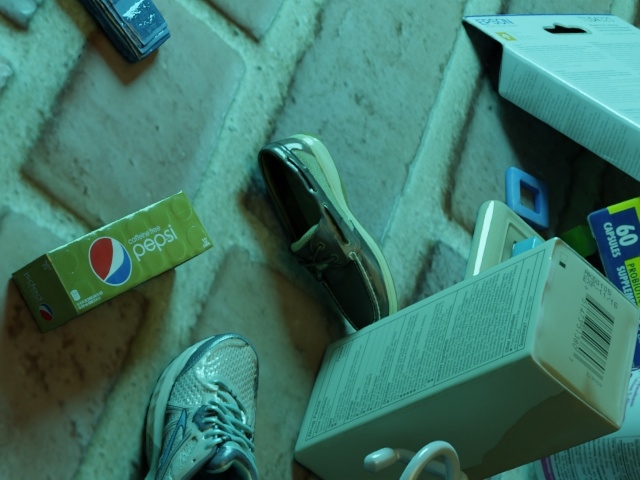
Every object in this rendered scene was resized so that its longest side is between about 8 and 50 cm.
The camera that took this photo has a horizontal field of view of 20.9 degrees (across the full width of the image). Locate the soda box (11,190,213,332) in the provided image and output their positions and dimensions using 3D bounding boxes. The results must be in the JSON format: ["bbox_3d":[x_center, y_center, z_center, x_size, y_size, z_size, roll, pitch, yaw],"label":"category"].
[{"bbox_3d":[-0.182,0.017,1.547,0.181,0.058,0.061,-28,90,-48],"label":"soda box"}]

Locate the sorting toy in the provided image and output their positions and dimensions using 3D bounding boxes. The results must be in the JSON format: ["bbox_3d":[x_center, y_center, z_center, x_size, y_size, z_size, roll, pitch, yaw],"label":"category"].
[{"bbox_3d":[0.247,0.069,1.943,0.196,0.047,0.347,37,49,-25],"label":"sorting toy"}]

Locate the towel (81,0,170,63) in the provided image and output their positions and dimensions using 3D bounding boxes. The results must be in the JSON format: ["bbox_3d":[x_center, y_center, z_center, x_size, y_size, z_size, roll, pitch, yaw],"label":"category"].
[{"bbox_3d":[-0.195,-0.234,1.683,0.119,0.029,0.067,52,43,-10],"label":"towel"}]

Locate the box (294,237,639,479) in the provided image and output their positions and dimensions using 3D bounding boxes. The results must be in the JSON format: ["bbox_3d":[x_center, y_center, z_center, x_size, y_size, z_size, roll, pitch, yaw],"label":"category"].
[{"bbox_3d":[0.131,0.133,1.603,0.121,0.311,0.148,38,48,-24],"label":"box"}]

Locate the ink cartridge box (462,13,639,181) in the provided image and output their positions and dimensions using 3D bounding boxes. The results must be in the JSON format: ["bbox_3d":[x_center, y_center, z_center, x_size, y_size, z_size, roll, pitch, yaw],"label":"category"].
[{"bbox_3d":[0.376,-0.175,2.102,0.324,0.071,0.330,-8,35,-45],"label":"ink cartridge box"}]

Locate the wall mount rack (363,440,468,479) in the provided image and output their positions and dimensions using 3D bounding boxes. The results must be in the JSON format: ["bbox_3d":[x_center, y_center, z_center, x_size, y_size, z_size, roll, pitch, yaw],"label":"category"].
[{"bbox_3d":[0.006,0.328,1.457,0.304,0.130,0.350,-24,124,-51],"label":"wall mount rack"}]

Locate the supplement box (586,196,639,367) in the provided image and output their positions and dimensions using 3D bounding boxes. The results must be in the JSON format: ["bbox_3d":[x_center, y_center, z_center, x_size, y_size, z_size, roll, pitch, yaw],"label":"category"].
[{"bbox_3d":[0.510,0.020,1.963,0.195,0.357,0.194,27,45,-70],"label":"supplement box"}]

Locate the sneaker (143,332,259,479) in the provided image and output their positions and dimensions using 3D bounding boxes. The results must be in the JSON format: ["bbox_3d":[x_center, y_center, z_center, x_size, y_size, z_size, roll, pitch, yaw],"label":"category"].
[{"bbox_3d":[-0.091,0.194,1.498,0.110,0.122,0.283,38,48,-25],"label":"sneaker"}]

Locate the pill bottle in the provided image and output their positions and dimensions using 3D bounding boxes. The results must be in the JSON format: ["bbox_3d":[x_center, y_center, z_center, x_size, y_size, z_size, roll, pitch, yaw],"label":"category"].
[{"bbox_3d":[0.373,0.206,1.803,0.160,0.283,0.160,10,76,-44],"label":"pill bottle"}]

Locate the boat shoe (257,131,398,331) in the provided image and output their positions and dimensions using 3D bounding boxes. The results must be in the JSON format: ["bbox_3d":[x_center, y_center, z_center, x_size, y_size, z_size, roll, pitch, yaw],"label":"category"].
[{"bbox_3d":[0.000,-0.001,1.724,0.073,0.080,0.223,-15,75,-41],"label":"boat shoe"}]
